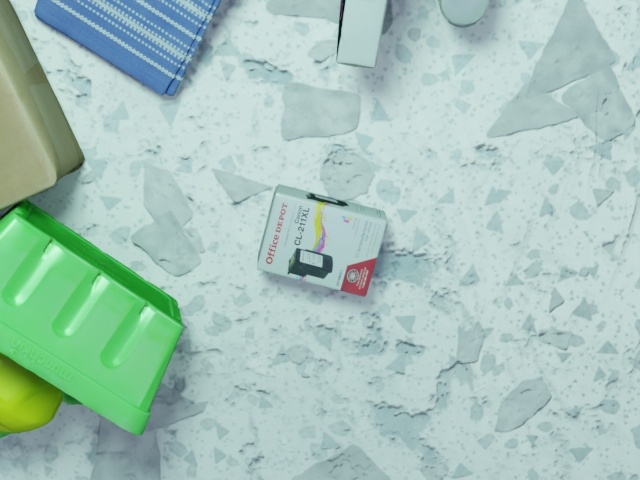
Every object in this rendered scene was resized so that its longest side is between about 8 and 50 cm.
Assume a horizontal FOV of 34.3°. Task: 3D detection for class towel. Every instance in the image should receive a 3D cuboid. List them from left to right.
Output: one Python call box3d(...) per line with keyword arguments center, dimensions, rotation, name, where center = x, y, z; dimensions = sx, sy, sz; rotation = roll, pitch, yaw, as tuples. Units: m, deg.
box3d(center=(-0.245, -0.391, 1.463), dimensions=(0.243, 0.040, 0.336), rotation=(31, 121, -5), name="towel")

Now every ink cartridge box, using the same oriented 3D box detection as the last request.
box3d(center=(0.000, 0.000, 1.587), dimensions=(0.175, 0.072, 0.127), rotation=(14, 104, -4), name="ink cartridge box")
box3d(center=(0.074, -0.425, 1.346), dimensions=(0.069, 0.176, 0.371), rotation=(8, 135, -3), name="ink cartridge box")

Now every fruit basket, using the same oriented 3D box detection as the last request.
box3d(center=(-0.429, 0.170, 1.541), dimensions=(0.392, 0.283, 0.392), rotation=(-2, 101, -11), name="fruit basket")

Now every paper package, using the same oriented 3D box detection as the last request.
box3d(center=(-0.551, -0.185, 1.496), dimensions=(0.309, 0.168, 0.325), rotation=(-22, 103, 7), name="paper package")

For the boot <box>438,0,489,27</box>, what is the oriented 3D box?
box3d(center=(0.207, -0.435, 1.451), dimensions=(0.095, 0.123, 0.258), rotation=(9, 110, -7), name="boot")
